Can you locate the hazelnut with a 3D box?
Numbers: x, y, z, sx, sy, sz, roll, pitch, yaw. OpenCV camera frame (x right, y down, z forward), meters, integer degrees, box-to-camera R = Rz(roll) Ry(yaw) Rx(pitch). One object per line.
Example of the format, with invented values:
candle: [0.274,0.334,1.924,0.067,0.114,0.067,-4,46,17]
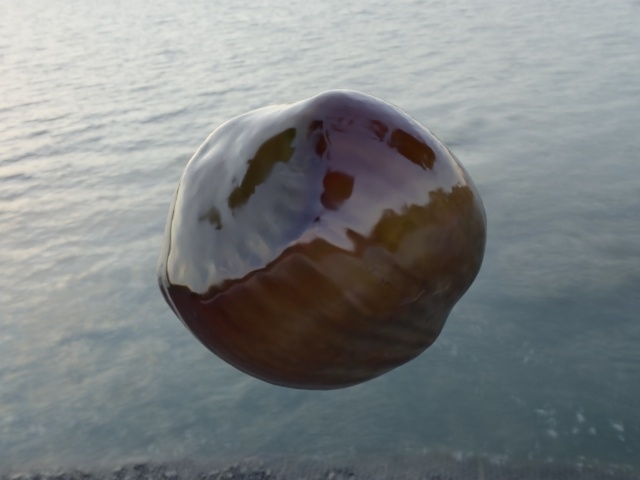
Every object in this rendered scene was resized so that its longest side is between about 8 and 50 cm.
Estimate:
hazelnut: [0.000,-0.003,0.487,0.210,0.210,0.186,-20,52,-28]
